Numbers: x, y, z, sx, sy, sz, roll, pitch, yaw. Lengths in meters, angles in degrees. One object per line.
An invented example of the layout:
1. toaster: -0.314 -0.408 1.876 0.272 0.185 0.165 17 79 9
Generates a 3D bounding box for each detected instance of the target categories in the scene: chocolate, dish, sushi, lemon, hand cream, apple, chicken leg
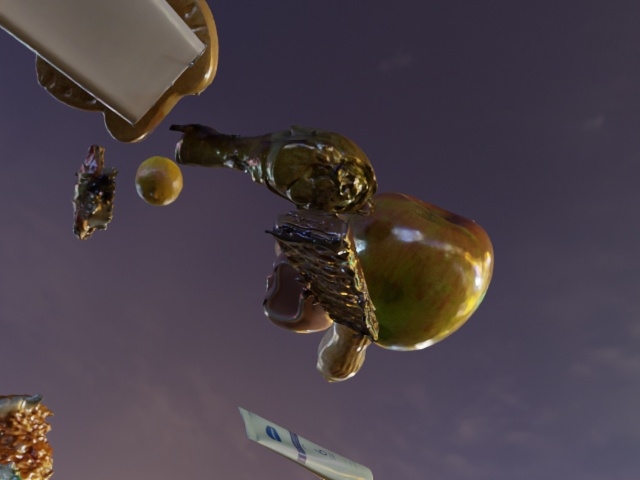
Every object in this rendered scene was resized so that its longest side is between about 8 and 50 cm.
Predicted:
1. chocolate: 0.022 0.050 0.863 0.103 0.065 0.329 13 -23 19
2. dish: -0.057 0.116 1.497 0.214 0.213 0.090 0 1 25
3. sushi: -0.517 -0.106 1.505 0.103 0.097 0.225 8 -82 -2
4. lemon: -0.379 -0.141 1.548 0.109 0.133 0.109 -1 -44 -1
5. hand cream: -0.027 0.427 1.301 0.321 0.109 0.067 34 -85 -23
6. apple: 0.182 0.065 1.389 0.340 0.339 0.339 11 -41 10
7. chicken leg: -0.100 -0.149 1.237 0.430 0.201 0.152 13 -82 21
8. chocolate: 0.073 0.261 1.725 0.134 0.134 0.309 21 -49 -1

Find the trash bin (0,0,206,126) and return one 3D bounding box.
1. trash bin: -0.394 -0.354 1.025 0.368 0.296 0.256 43 -3 -26

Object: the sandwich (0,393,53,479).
1. sandwich: -0.342 0.207 0.590 0.185 0.159 0.109 -5 -34 -15

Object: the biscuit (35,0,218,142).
1. biscuit: -0.356 -0.326 1.235 0.344 0.057 0.287 -9 -89 6

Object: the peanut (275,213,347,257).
1. peanut: 0.000 0.000 1.686 0.197 0.233 0.110 31 -29 60
